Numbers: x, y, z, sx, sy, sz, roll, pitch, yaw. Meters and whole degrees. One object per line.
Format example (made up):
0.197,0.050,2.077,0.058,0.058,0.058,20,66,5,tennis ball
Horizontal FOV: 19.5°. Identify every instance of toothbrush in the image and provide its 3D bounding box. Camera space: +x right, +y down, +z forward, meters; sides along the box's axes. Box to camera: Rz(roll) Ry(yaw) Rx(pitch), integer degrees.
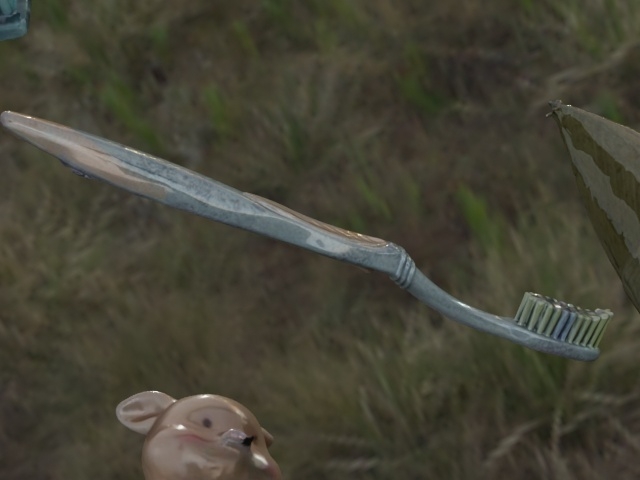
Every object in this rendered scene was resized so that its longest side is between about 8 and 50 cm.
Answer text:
0.000,0.000,1.014,0.037,0.375,0.028,-65,22,14,toothbrush

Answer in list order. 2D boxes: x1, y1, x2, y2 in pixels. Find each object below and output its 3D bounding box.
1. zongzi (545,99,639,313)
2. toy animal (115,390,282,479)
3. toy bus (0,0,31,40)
0.139,0.018,0.565,0.081,0.178,0.189,-42,0,1,zongzi
-0.074,0.142,0.995,0.089,0.083,0.150,-5,44,35,toy animal
-0.183,-0.182,0.535,0.133,0.271,0.165,-6,60,11,toy bus
